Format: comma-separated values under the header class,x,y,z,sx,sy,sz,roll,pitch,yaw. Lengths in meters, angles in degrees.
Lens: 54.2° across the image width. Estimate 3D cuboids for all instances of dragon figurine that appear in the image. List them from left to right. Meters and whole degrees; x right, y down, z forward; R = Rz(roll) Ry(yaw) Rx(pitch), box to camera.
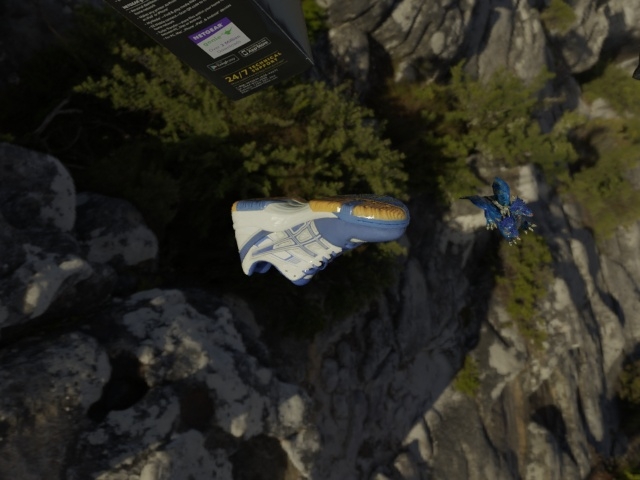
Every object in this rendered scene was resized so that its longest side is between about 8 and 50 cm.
class,x,y,z,sx,sy,sz,roll,pitch,yaw
dragon figurine,0.395,-0.083,1.412,0.144,0.085,0.289,49,7,-37

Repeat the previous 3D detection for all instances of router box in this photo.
class,x,y,z,sx,sy,sz,roll,pitch,yaw
router box,-0.115,-0.291,0.446,0.243,0.081,0.308,29,46,-60

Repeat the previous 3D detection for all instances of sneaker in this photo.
class,x,y,z,sx,sy,sz,roll,pitch,yaw
sneaker,0.000,0.000,0.917,0.112,0.297,0.130,-12,100,-51

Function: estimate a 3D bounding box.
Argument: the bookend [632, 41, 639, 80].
class,x,y,z,sx,sy,sz,roll,pitch,yaw
bookend,0.477,-0.302,0.798,0.073,0.157,0.156,19,57,4
